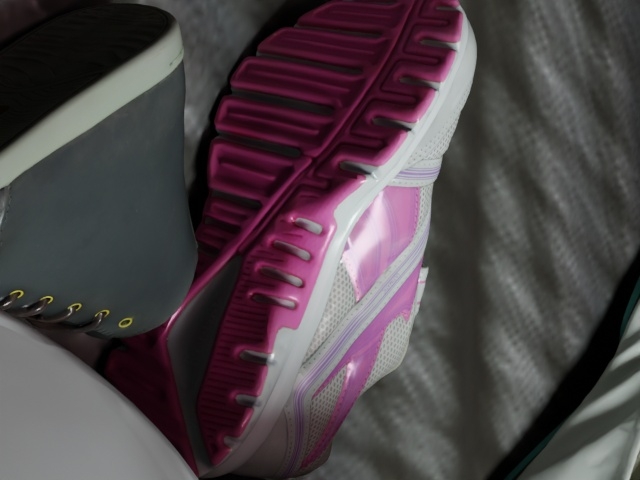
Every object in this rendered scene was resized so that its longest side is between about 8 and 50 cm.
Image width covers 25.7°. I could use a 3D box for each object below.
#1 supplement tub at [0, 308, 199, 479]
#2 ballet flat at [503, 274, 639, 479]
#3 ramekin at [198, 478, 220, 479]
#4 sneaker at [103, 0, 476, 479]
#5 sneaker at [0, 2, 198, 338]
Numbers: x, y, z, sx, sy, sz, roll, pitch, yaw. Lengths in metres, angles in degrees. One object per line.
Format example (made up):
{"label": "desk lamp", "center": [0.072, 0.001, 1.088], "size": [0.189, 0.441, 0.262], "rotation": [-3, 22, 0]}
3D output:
{"label": "supplement tub", "center": [-0.159, 0.155, 0.365], "size": [0.191, 0.191, 0.272], "rotation": [7, 125, -52]}
{"label": "ballet flat", "center": [0.250, 0.116, 0.969], "size": [0.400, 0.139, 0.139], "rotation": [-49, 136, -28]}
{"label": "ramekin", "center": [-0.008, 0.193, 0.552], "size": [0.303, 0.303, 0.148], "rotation": [8, 91, -52]}
{"label": "sneaker", "center": [0.000, 0.000, 0.651], "size": [0.252, 0.103, 0.111], "rotation": [-61, 145, -5]}
{"label": "sneaker", "center": [-0.120, 0.010, 0.509], "size": [0.222, 0.083, 0.118], "rotation": [-38, 131, -38]}
